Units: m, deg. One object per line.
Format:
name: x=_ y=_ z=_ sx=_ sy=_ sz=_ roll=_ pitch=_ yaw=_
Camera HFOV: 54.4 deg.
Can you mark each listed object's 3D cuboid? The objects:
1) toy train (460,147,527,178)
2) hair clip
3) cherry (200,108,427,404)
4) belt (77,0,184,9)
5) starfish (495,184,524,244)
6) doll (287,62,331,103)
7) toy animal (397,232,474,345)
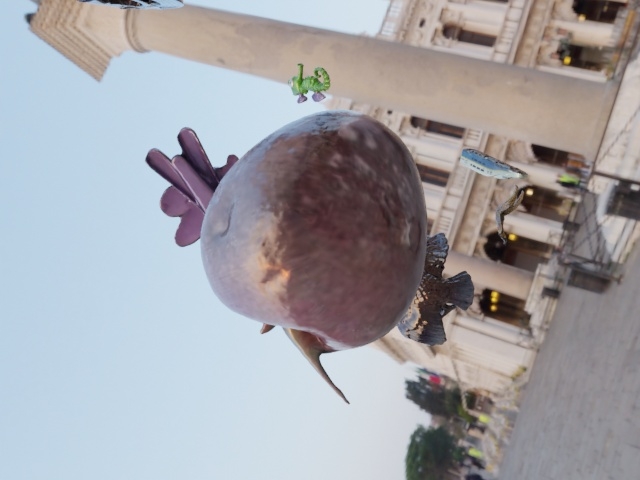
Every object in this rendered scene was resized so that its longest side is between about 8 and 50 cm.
toy train: x=0.483 y=-0.201 z=1.736 sx=0.052 sy=0.234 sz=0.051 roll=-4 pitch=-64 yaw=-28
hair clip: x=-0.119 y=-0.012 z=0.809 sx=0.278 sy=0.137 sz=0.090 roll=57 pitch=-170 yaw=-13
cherry: x=0.000 y=0.000 z=0.576 sx=0.213 sy=0.183 sz=0.266 roll=33 pitch=-111 yaw=-47
belt: x=-0.382 y=-0.509 z=1.173 sx=0.347 sy=0.212 sz=0.117 roll=-62 pitch=-27 yaw=-73
starfish: x=0.407 y=-0.048 z=1.388 sx=0.133 sy=0.041 sz=0.130 roll=-39 pitch=-39 yaw=-43
doll: x=-0.032 y=-0.450 z=1.781 sx=0.050 sy=0.190 sz=0.115 roll=-36 pitch=-60 yaw=-30
toy animal: x=0.183 y=0.088 z=1.177 sx=0.116 sy=0.179 sz=0.219 roll=165 pitch=110 yaw=-73
